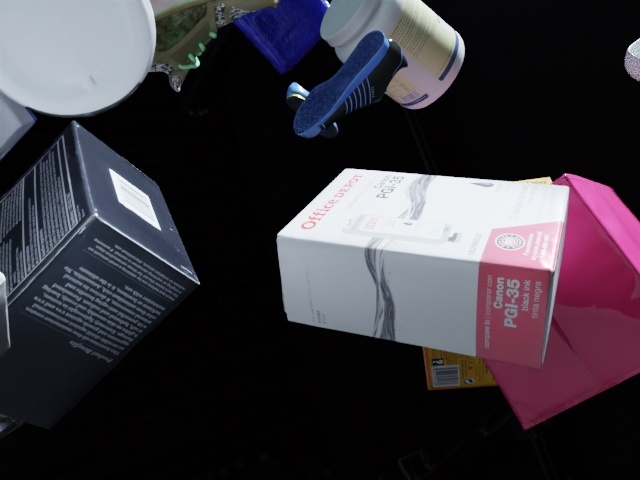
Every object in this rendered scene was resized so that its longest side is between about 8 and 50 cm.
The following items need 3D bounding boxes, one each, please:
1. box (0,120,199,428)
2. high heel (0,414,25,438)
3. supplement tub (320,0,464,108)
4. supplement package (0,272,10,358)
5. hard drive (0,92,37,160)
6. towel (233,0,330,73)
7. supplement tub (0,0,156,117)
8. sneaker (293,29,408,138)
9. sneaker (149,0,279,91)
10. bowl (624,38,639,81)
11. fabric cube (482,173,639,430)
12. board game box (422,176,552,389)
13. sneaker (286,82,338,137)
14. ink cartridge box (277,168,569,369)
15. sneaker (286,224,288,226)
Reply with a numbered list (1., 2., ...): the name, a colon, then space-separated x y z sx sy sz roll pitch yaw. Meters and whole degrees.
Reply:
1. box: -0.361 0.039 0.809 0.294 0.183 0.296 -43 -139 5
2. high heel: -0.589 0.220 0.939 0.093 0.186 0.261 -15 -73 35
3. supplement tub: 0.186 -0.517 1.490 0.235 0.324 0.235 -37 -142 37
4. supplement package: -0.335 0.072 0.371 0.177 0.175 0.293 38 -29 -12
5. hard drive: -0.584 -0.259 0.857 0.210 0.040 0.319 -27 -76 35
6. towel: -0.130 -0.629 1.531 0.227 0.076 0.308 -42 -83 14
7. supplement tub: -0.314 -0.283 0.719 0.316 0.193 0.194 -126 -137 -57
8. sneaker: 0.055 -0.258 1.022 0.232 0.090 0.081 -41 -131 23
9. sneaker: -0.272 -0.385 1.103 0.158 0.410 0.182 -110 -174 -61
10. bowl: 0.633 -0.315 1.043 0.142 0.142 0.053 41 -31 29
11. fabric cube: 0.377 0.088 0.865 0.259 0.254 0.258 -42 -115 31
12. board game box: 0.414 0.111 1.423 0.356 0.356 0.357 -86 166 -47
13. sneaker: -0.018 -0.395 1.735 0.069 0.209 0.082 -26 -137 34
14. ink cartridge box: 0.119 0.015 0.654 0.283 0.207 0.117 8 -59 24
15. sneaker: 0.000 0.000 1.337 0.178 0.077 0.072 -9 -49 19
